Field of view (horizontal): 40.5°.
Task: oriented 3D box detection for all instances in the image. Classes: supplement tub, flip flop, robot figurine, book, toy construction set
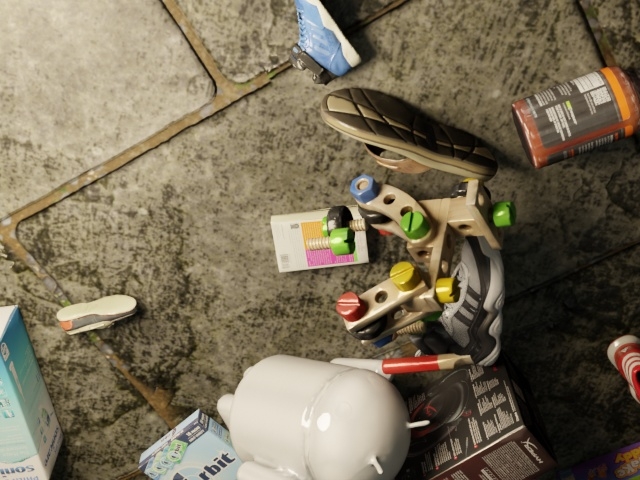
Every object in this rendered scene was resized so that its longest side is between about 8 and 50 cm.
[{"bbox_3d":[0.380,-0.181,1.231,0.198,0.106,0.106,-19,117,10],"label":"supplement tub"},{"bbox_3d":[0.125,-0.138,1.261,0.277,0.112,0.080,18,132,-17],"label":"flip flop"},{"bbox_3d":[-0.003,0.292,1.380,0.354,0.300,0.199,4,132,43],"label":"robot figurine"},{"bbox_3d":[0.000,0.000,1.367,0.144,0.035,0.096,-6,122,3],"label":"book"},{"bbox_3d":[0.164,0.049,1.223,0.237,0.257,0.308,-7,119,22],"label":"toy construction set"}]

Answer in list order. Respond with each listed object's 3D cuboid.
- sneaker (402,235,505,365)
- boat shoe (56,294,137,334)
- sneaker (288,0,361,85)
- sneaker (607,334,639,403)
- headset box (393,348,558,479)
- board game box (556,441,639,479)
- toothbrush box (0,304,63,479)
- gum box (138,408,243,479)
[{"bbox_3d":[0.207,0.095,1.380,0.153,0.101,0.268,-6,121,-1],"label":"sneaker"},{"bbox_3d":[-0.361,0.124,1.419,0.137,0.049,0.043,-11,122,8],"label":"boat shoe"},{"bbox_3d":[-0.018,-0.281,1.195,0.085,0.058,0.152,-36,120,8],"label":"sneaker"},{"bbox_3d":[0.573,0.268,1.468,0.221,0.128,0.087,40,111,-20],"label":"sneaker"},{"bbox_3d":[0.220,0.339,1.451,0.293,0.218,0.110,-35,114,16],"label":"headset box"},{"bbox_3d":[0.647,0.472,1.611,0.347,0.078,0.233,-25,116,13],"label":"board game box"},{"bbox_3d":[-0.583,0.272,1.453,0.217,0.126,0.295,-8,118,2],"label":"toothbrush box"},{"bbox_3d":[-0.210,0.412,1.584,0.157,0.041,0.184,-40,113,19],"label":"gum box"}]
